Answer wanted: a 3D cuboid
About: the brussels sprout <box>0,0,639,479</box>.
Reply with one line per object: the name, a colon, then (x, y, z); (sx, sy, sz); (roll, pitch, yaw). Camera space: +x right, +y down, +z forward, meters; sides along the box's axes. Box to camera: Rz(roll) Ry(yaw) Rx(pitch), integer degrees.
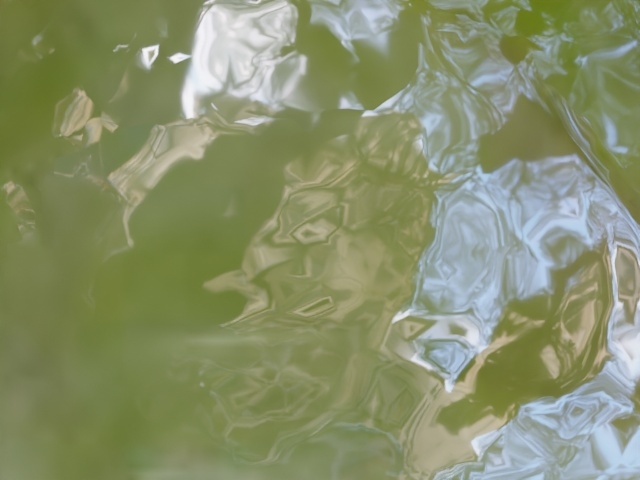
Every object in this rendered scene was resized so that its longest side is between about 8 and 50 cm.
brussels sprout: (0.000, 0.000, 0.430); (0.328, 0.328, 0.247); (38, -7, -19)
